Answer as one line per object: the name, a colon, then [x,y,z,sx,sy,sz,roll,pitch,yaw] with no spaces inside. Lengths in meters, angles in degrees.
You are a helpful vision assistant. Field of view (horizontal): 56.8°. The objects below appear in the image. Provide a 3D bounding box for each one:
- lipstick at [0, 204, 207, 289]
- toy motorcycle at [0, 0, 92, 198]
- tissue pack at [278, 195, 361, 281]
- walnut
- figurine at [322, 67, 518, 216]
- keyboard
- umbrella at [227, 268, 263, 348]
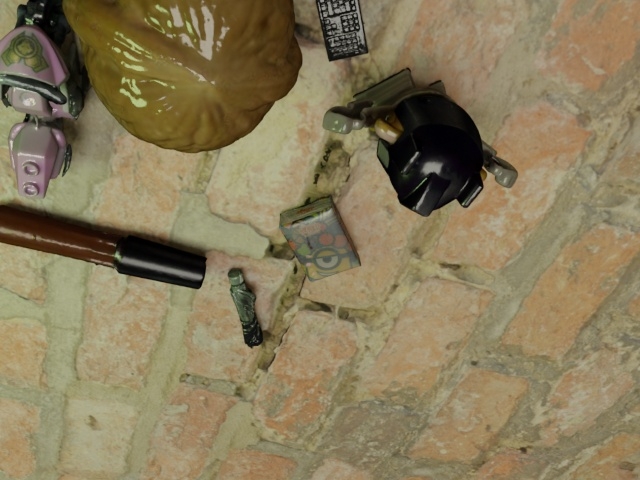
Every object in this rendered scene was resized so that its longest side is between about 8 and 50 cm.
lipstick: [-0.419,0.011,1.100,0.418,0.077,0.077,15,124,-10]
toy motorcycle: [-0.424,-0.204,0.878,0.143,0.188,0.327,10,125,-17]
tissue pack: [0.000,0.000,1.111,0.108,0.060,0.148,-20,124,11]
walnut: [-0.167,-0.266,0.756,0.332,0.333,0.333,-1,125,-1]
figurine: [0.150,-0.151,0.877,0.308,0.308,0.143,1,121,-2]
keyboard: [0.023,-0.370,0.879,0.067,0.011,0.202,-10,125,7]
umbrella: [-0.150,0.139,1.218,0.050,0.046,0.188,-13,121,-5]
